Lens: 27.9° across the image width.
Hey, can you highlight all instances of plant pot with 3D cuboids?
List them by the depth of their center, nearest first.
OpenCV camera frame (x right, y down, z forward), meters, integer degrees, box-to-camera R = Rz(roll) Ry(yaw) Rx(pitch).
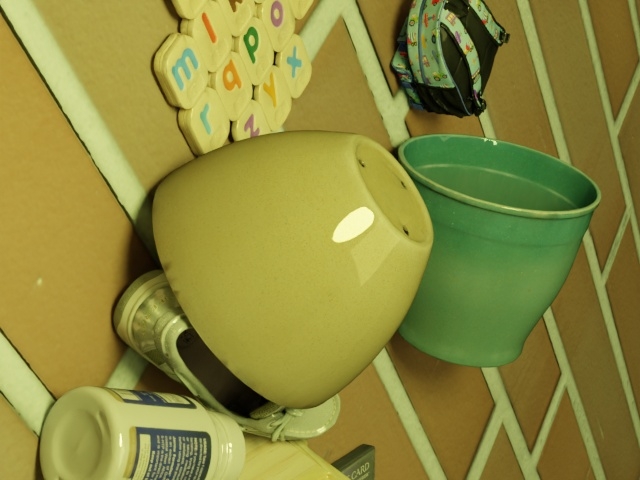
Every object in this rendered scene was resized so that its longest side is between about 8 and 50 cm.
[{"bbox_3d":[0.000,0.000,1.290,0.284,0.191,0.284,44,27,-29],"label":"plant pot"},{"bbox_3d":[0.211,0.021,1.745,0.271,0.271,0.255,-26,133,-56],"label":"plant pot"}]

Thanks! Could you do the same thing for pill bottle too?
[{"bbox_3d":[-0.163,0.200,1.234,0.186,0.112,0.112,15,83,-50],"label":"pill bottle"}]

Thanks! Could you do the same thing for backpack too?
[{"bbox_3d":[0.164,-0.268,1.718,0.173,0.117,0.158,52,52,-51],"label":"backpack"}]

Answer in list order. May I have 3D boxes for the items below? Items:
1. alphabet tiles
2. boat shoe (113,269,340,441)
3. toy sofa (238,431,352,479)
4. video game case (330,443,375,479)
[{"bbox_3d":[-0.086,-0.231,1.391,0.284,0.021,0.278,-61,146,-33],"label":"alphabet tiles"},{"bbox_3d":[-0.078,0.139,1.340,0.118,0.103,0.320,-51,133,-4],"label":"boat shoe"},{"bbox_3d":[-0.127,0.325,1.345,0.362,0.177,0.150,-20,138,-57],"label":"toy sofa"},{"bbox_3d":[0.018,0.429,1.706,0.196,0.026,0.274,-19,112,-57],"label":"video game case"}]
